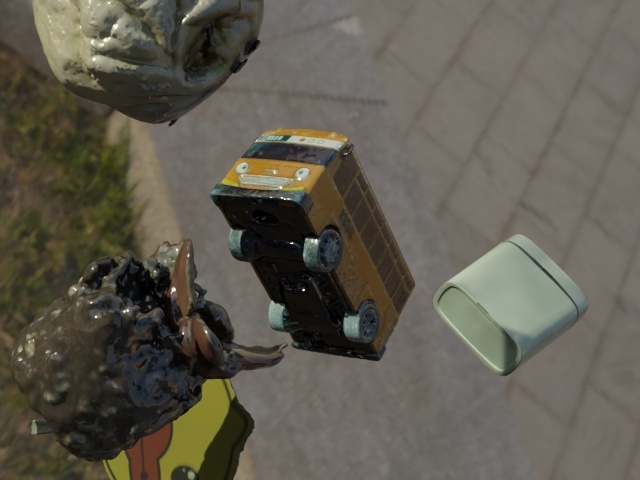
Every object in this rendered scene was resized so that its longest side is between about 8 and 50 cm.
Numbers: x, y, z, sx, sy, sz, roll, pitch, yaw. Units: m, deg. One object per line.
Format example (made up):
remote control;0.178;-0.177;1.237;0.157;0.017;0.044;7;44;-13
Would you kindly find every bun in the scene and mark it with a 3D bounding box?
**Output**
bun;-0.178;-0.248;1.642;0.281;0.281;0.205;-18;56;-44

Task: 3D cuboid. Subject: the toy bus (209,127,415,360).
toy bus;0.000;0.000;1.244;0.114;0.098;0.201;-60;140;-32

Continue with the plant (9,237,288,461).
plant;-0.188;0.107;1.504;0.204;0.234;0.178;56;13;-14

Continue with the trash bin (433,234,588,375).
trash bin;0.199;0.065;1.536;0.116;0.059;0.130;46;46;15

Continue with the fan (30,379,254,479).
fan;-0.213;0.214;1.732;0.011;0.335;0.229;1;86;-59
